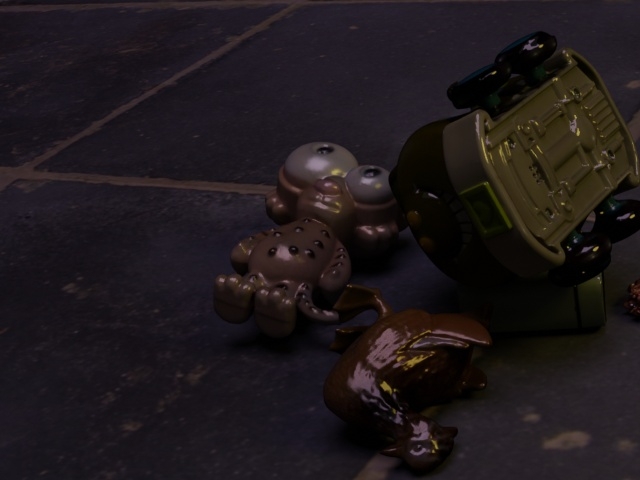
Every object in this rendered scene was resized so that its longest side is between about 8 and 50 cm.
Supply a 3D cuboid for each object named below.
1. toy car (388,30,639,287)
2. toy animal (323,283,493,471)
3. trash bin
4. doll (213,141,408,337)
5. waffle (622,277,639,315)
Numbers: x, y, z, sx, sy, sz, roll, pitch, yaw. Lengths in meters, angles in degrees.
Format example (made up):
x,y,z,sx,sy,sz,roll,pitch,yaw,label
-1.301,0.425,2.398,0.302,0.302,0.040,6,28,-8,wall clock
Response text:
x,y,z,sx,sy,sz,roll,pitch,yaw,label
0.155,-0.052,1.178,0.198,0.204,0.248,-24,9,41,toy car
0.091,0.108,1.086,0.188,0.089,0.179,-20,43,-22,toy animal
0.197,0.039,1.208,0.130,0.059,0.116,-5,23,13,trash bin
-0.002,0.000,1.310,0.154,0.119,0.278,12,36,13,doll
0.317,0.049,1.176,0.083,0.029,0.075,-29,27,-29,waffle
